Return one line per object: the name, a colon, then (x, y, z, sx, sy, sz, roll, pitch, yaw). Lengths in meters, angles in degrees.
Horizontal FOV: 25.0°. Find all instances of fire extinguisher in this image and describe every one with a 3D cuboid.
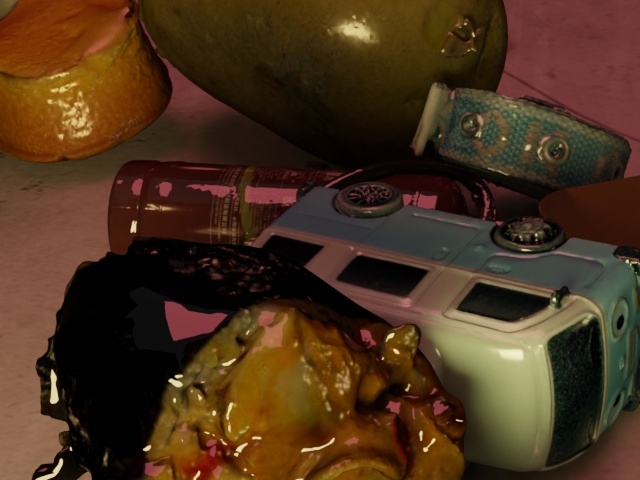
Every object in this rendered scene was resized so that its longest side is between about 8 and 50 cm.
fire extinguisher: (0.000, 0.000, 1.163, 0.341, 0.105, 0.141, 4, 68, 15)

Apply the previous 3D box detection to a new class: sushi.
sushi: (-0.042, 0.115, 0.856, 0.213, 0.200, 0.204, -5, 22, -44)

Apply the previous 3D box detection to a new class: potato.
potato: (-0.008, -0.211, 1.329, 0.359, 0.270, 0.219, 23, 54, 19)

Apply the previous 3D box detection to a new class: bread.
bread: (-0.264, -0.175, 1.460, 0.195, 0.143, 0.269, -30, 40, -18)

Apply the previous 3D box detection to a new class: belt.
belt: (0.178, -0.077, 1.210, 0.147, 0.082, 0.163, 16, 0, 35)

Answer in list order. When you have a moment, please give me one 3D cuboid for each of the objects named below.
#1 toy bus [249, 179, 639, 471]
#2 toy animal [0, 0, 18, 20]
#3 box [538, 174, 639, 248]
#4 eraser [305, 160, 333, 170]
toy bus: (0.076, 0.062, 0.992, 0.271, 0.133, 0.165, 12, 31, 28)
toy animal: (-0.421, -0.147, 1.262, 0.344, 0.194, 0.303, -24, 48, -7)
box: (0.274, 0.017, 1.087, 0.201, 0.090, 0.144, -11, 30, -11)
eraser: (0.013, -0.046, 1.306, 0.019, 0.027, 0.099, -15, 29, -20)
